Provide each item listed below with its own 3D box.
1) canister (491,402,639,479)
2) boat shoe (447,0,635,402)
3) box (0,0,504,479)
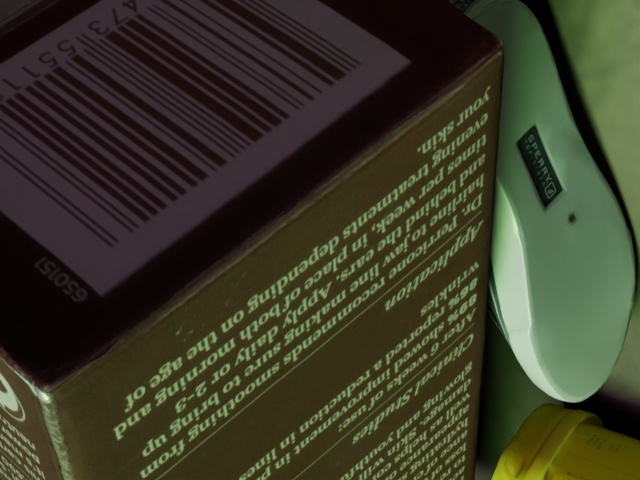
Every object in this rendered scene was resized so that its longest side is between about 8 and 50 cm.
[{"bbox_3d":[0.168,0.151,0.664,0.170,0.073,0.126,17,140,34],"label":"canister"},{"bbox_3d":[0.063,-0.021,0.593,0.083,0.065,0.183,18,139,48],"label":"boat shoe"},{"bbox_3d":[-0.043,0.074,0.598,0.143,0.191,0.381,36,150,30],"label":"box"}]
